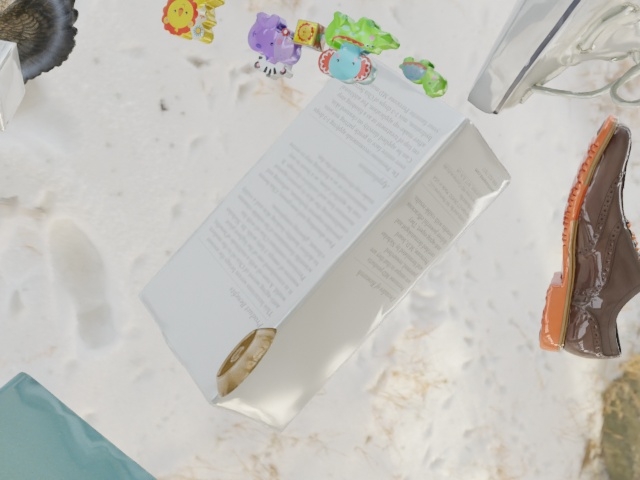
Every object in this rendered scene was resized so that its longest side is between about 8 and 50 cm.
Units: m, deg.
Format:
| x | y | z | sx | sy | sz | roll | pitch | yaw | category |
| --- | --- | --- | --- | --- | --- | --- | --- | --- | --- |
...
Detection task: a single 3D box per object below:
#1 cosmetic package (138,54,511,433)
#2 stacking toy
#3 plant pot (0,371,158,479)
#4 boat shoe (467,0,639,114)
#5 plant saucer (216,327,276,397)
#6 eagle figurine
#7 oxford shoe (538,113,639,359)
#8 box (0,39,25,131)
| x | y | z | sx | sy | sz | roll | pitch | yaw | category |
| --- | --- | --- | --- | --- | --- | --- | --- | --- | --- |
| 0.000 | 0.000 | 1.060 | 0.453 | 0.230 | 0.161 | -47 | 139 | 3 | cosmetic package |
| -0.007 | -0.170 | 0.731 | 0.167 | 0.221 | 0.052 | 3 | 104 | -64 | stacking toy |
| -0.280 | 0.264 | 0.645 | 0.234 | 0.166 | 0.165 | -40 | 161 | -49 | plant pot |
| 0.252 | -0.191 | 0.653 | 0.157 | 0.367 | 0.135 | 31 | 62 | 0 | boat shoe |
| -0.074 | 0.111 | 0.765 | 0.015 | 0.083 | 0.083 | 42 | 69 | -10 | plant saucer |
| -0.542 | -0.354 | 1.311 | 0.298 | 0.225 | 0.226 | -29 | 109 | -9 | eagle figurine |
| 0.307 | 0.001 | 0.867 | 0.097 | 0.099 | 0.271 | -41 | 140 | -60 | oxford shoe |
| -0.506 | -0.236 | 1.211 | 0.087 | 0.101 | 0.101 | 10 | 49 | -2 | box |
